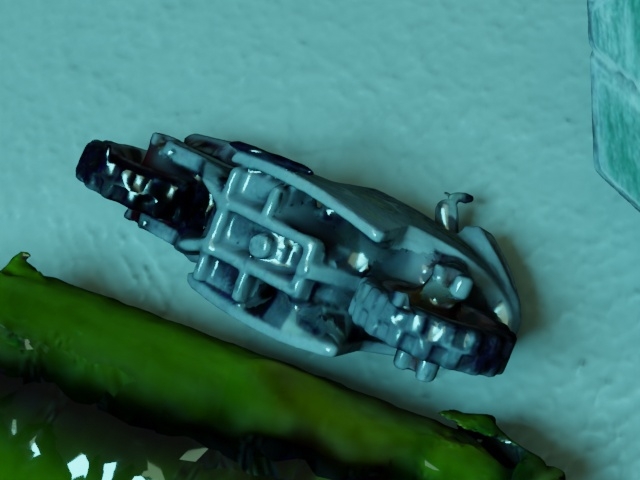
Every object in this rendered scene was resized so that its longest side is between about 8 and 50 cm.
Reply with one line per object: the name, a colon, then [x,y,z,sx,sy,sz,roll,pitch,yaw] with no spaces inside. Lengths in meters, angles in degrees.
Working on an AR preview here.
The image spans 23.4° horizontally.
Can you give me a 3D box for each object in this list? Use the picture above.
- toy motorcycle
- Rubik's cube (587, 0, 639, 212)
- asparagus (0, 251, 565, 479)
toy motorcycle: [0.000,0.000,0.664,0.215,0.122,0.080,26,100,29]
Rubik's cube: [0.249,-0.089,0.551,0.319,0.264,0.319,-2,76,10]
asparagus: [-0.090,0.084,0.654,0.381,0.108,0.128,19,87,15]
